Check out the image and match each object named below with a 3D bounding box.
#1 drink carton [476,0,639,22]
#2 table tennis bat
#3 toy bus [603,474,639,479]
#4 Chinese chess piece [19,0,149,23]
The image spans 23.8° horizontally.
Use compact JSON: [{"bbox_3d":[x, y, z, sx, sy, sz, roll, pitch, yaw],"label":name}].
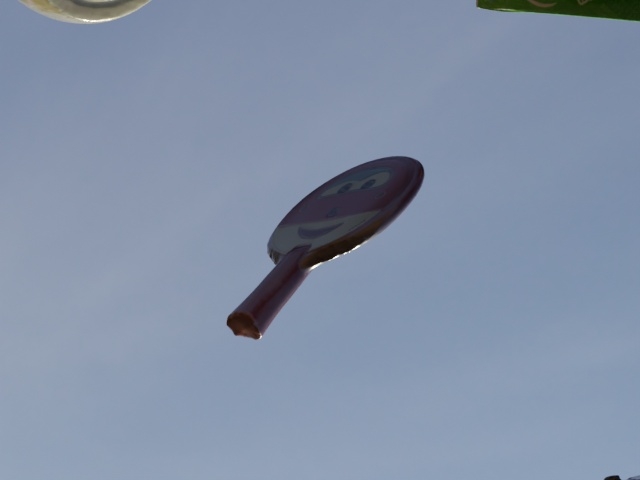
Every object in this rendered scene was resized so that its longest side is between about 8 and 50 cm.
[{"bbox_3d":[0.266,-0.268,1.266,0.271,0.108,0.161,11,-70,34],"label":"drink carton"},{"bbox_3d":[0.000,0.000,0.839,0.098,0.154,0.019,-7,-57,46],"label":"table tennis bat"},{"bbox_3d":[0.345,0.334,1.296,0.127,0.147,0.302,-22,-100,46],"label":"toy bus"},{"bbox_3d":[-0.251,-0.362,1.641,0.104,0.257,0.257,32,-47,37],"label":"Chinese chess piece"}]
